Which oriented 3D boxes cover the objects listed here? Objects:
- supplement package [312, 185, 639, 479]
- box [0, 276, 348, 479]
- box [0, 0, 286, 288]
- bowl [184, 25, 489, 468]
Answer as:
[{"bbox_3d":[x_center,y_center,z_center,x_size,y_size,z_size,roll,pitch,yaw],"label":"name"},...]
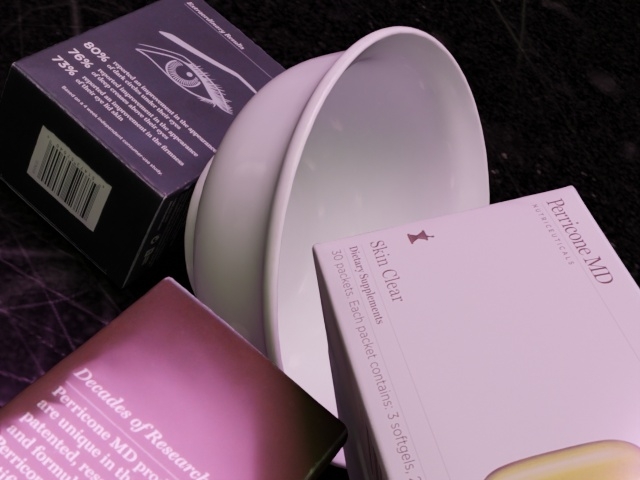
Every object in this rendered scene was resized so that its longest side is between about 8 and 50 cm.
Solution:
[{"bbox_3d":[0.102,0.139,0.518,0.145,0.204,0.262,-13,41,-6],"label":"supplement package"},{"bbox_3d":[-0.163,0.199,0.479,0.143,0.191,0.381,41,42,9],"label":"box"},{"bbox_3d":[-0.126,-0.086,0.831,0.153,0.108,0.207,41,42,10],"label":"box"},{"bbox_3d":[0.000,0.000,0.755,0.134,0.298,0.298,7,30,33],"label":"bowl"}]
